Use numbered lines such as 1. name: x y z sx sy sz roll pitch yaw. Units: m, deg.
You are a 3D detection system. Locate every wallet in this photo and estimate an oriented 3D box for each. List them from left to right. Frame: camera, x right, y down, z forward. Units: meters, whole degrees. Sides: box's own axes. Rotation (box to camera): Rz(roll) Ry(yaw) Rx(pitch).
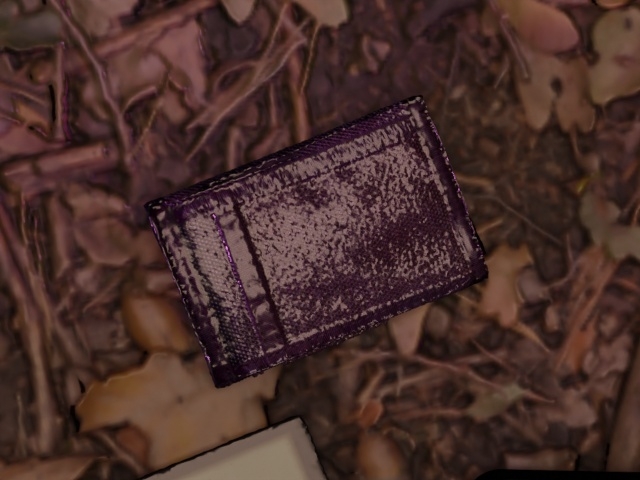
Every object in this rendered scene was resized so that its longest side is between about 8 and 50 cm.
1. wallet: 0.000 0.000 1.016 0.166 0.030 0.111 -23 88 -7

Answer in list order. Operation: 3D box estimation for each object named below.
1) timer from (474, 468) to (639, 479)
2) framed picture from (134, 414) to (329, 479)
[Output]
1. timer: 0.148 0.218 1.007 0.144 0.055 0.187 2 87 -6
2. framed picture: -0.114 0.264 1.001 0.324 0.013 0.244 -22 90 -6
